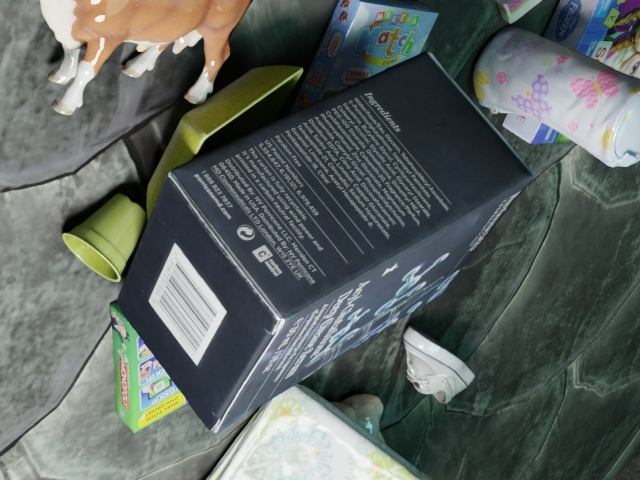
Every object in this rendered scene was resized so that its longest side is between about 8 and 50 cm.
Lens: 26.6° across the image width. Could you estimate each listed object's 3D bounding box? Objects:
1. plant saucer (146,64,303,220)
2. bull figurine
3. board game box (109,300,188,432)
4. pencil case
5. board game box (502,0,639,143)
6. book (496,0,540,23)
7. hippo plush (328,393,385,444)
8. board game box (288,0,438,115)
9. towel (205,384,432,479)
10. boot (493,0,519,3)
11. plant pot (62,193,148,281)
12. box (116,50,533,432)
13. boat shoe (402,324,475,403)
[{"bbox_3d":[-0.121,-0.115,1.540,0.188,0.045,0.188,-41,171,-42],"label":"plant saucer"},{"bbox_3d":[-0.195,-0.230,1.355,0.310,0.101,0.188,-6,131,-44],"label":"bull figurine"},{"bbox_3d":[-0.133,0.103,1.812,0.317,0.046,0.213,-28,141,-30],"label":"board game box"},{"bbox_3d":[0.338,-0.200,1.869,0.124,0.273,0.113,-55,141,-5],"label":"pencil case"},{"bbox_3d":[0.455,-0.303,2.088,0.318,0.066,0.318,-8,129,-47],"label":"board game box"},{"bbox_3d":[0.270,-0.369,1.834,0.096,0.035,0.144,-43,147,-5],"label":"book"},{"bbox_3d":[0.049,0.410,2.158,0.294,0.236,0.234,-46,147,-7],"label":"hippo plush"},{"bbox_3d":[0.048,-0.209,1.721,0.160,0.039,0.211,-4,125,-49],"label":"board game box"},{"bbox_3d":[-0.001,0.433,2.031,0.320,0.374,0.090,-54,179,5],"label":"towel"},{"bbox_3d":[0.179,-0.491,1.491,0.445,0.146,0.367,14,104,-58],"label":"boot"},{"bbox_3d":[-0.239,-0.009,1.552,0.079,0.083,0.083,-53,150,-20],"label":"plant pot"},{"bbox_3d":[0.000,0.000,1.593,0.395,0.212,0.293,-29,163,-32],"label":"box"},{"bbox_3d":[0.189,0.218,2.266,0.084,0.095,0.258,-53,146,-3],"label":"boat shoe"}]
